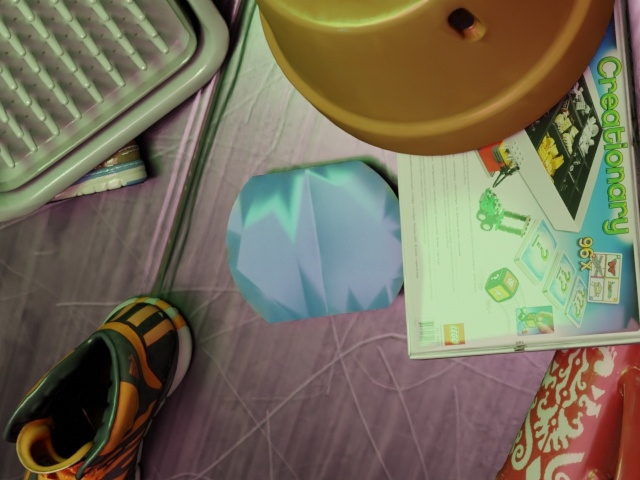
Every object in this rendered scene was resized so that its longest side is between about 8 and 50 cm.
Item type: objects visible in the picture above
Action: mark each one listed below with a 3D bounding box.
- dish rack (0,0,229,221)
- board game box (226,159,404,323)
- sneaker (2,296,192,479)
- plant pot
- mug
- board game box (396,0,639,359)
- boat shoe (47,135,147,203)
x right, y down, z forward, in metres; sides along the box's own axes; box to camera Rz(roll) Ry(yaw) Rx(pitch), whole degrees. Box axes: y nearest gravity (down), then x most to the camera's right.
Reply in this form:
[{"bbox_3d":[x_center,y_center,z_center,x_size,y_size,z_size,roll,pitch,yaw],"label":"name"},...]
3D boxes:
[{"bbox_3d":[-0.250,-0.182,1.157,0.285,0.333,0.072,-37,54,-1],"label":"dish rack"},{"bbox_3d":[0.000,0.000,1.266,0.168,0.033,0.133,-9,93,15],"label":"board game box"},{"bbox_3d":[-0.239,0.205,1.307,0.124,0.180,0.321,25,108,12],"label":"sneaker"},{"bbox_3d":[0.062,-0.226,1.062,0.290,0.203,0.291,-4,80,21],"label":"plant pot"},{"bbox_3d":[0.239,0.153,1.168,0.150,0.113,0.169,32,108,47],"label":"mug"},{"bbox_3d":[0.159,-0.062,1.139,0.192,0.053,0.305,-6,81,20],"label":"board game box"},{"bbox_3d":[-0.252,-0.069,1.323,0.183,0.066,0.066,-11,93,10],"label":"boat shoe"}]
